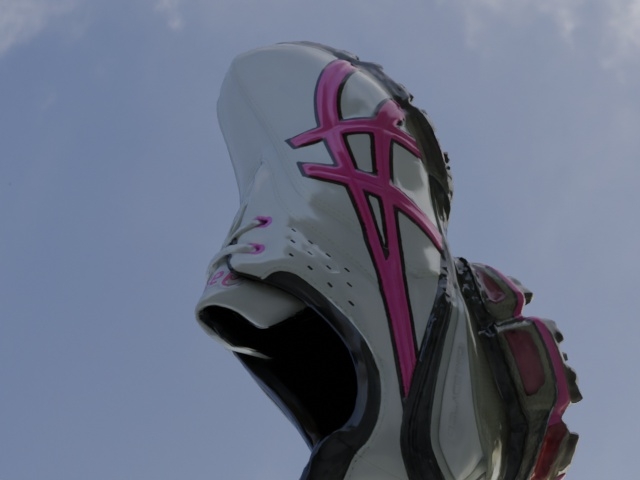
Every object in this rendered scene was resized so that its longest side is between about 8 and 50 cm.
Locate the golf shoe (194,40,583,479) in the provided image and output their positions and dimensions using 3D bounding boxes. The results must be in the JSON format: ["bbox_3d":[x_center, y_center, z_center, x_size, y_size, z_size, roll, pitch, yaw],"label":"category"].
[{"bbox_3d":[0.000,0.000,0.367,0.086,0.186,0.067,-1,-47,-30],"label":"golf shoe"}]
